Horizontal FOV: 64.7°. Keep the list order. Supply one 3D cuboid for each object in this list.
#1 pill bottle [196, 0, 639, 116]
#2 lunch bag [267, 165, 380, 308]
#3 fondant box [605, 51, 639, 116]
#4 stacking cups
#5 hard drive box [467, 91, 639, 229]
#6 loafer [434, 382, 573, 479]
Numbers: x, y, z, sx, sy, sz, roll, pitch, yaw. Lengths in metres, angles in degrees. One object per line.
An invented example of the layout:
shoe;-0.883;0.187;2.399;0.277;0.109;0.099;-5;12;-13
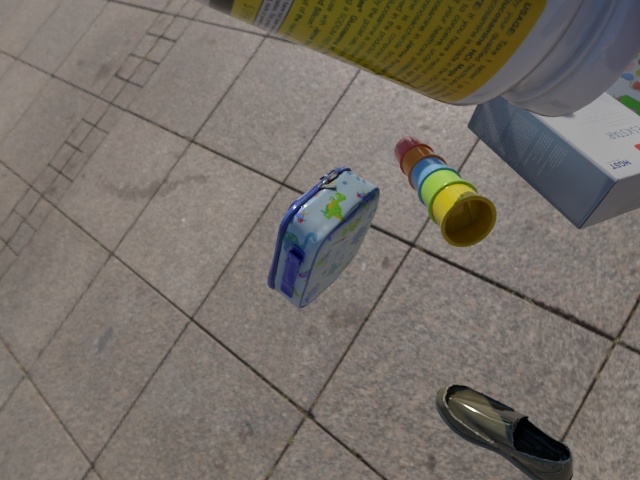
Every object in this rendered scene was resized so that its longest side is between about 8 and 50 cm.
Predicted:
pill bottle;0.076;-0.218;0.386;0.188;0.333;0.188;-163;90;-73
lunch bag;0.000;0.000;0.798;0.090;0.219;0.176;36;55;15
fondant box;0.650;-0.191;0.934;0.330;0.096;0.238;41;111;20
stacking cups;0.203;-0.108;0.932;0.096;0.096;0.316;-36;33;9
hard drive box;0.359;-0.141;0.716;0.181;0.089;0.232;-16;54;-27
loafer;0.320;0.320;0.876;0.251;0.088;0.094;27;49;24
